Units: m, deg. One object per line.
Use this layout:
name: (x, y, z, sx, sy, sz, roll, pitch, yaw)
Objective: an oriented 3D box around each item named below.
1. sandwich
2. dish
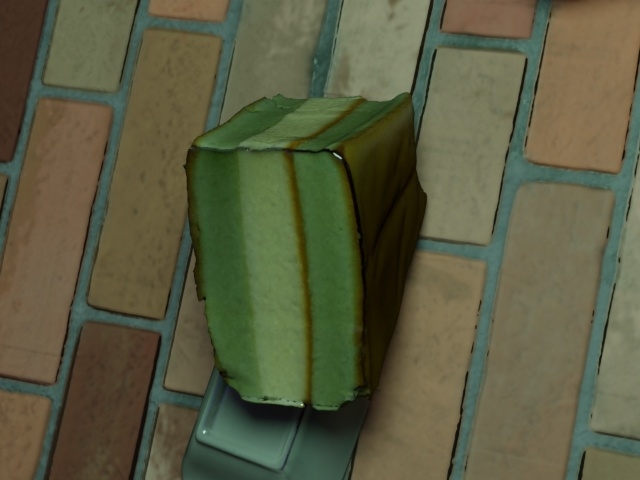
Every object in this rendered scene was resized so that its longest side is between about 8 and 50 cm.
sandwich: (0.000, 0.000, 1.519, 0.155, 0.198, 0.227, 4, 110, 21)
dish: (-0.048, 0.159, 1.562, 0.154, 0.064, 0.234, 17, 87, 23)
